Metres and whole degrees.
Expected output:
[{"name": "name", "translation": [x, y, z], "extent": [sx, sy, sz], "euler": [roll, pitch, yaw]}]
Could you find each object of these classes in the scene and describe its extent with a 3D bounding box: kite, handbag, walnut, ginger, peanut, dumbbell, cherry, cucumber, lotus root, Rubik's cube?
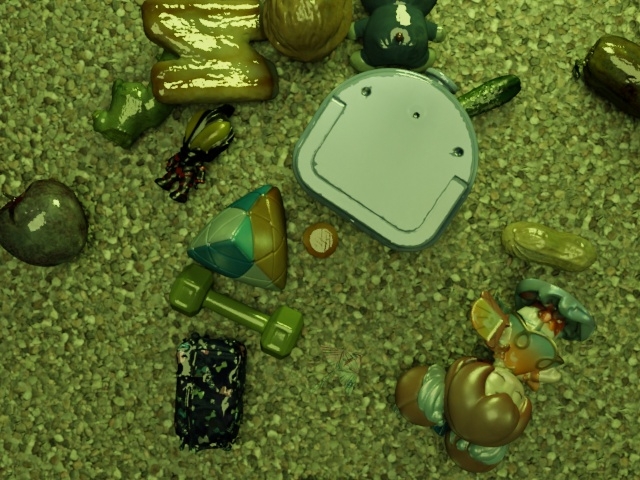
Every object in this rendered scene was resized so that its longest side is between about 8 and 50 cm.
[{"name": "kite", "translation": [0.031, 0.302, 1.438], "extent": [0.152, 0.005, 0.137], "euler": [-30, 87, 1]}, {"name": "handbag", "translation": [-0.249, 0.337, 1.386], "extent": [0.161, 0.113, 0.261], "euler": [2, 93, 6]}, {"name": "walnut", "translation": [-0.029, -0.491, 1.350], "extent": [0.213, 0.213, 0.214], "euler": [0, 90, 1]}, {"name": "ginger", "translation": [-0.395, -0.332, 1.410], "extent": [0.290, 0.089, 0.137], "euler": [-36, 77, 3]}, {"name": "peanut", "translation": [0.512, 0.013, 1.388], "extent": [0.214, 0.099, 0.090], "euler": [15, 64, -1]}, {"name": "dumbbell", "translation": [-0.187, 0.160, 1.389], "extent": [0.301, 0.108, 0.122], "euler": [24, 98, 1]}, {"name": "cherry", "translation": [-0.610, -0.031, 1.368], "extent": [0.195, 0.195, 0.195], "euler": [0, 90, 1]}, {"name": "cucumber", "translation": [0.349, -0.312, 1.408], "extent": [0.227, 0.069, 0.069], "euler": [-25, 89, 3]}, {"name": "lotus root", "translation": [0.690, -0.358, 1.373], "extent": [0.241, 0.124, 0.123], "euler": [37, 101, 1]}, {"name": "Rubik's cube", "translation": [-0.179, 0.030, 1.391], "extent": [0.254, 0.254, 0.255], "euler": [0, 90, 1]}]

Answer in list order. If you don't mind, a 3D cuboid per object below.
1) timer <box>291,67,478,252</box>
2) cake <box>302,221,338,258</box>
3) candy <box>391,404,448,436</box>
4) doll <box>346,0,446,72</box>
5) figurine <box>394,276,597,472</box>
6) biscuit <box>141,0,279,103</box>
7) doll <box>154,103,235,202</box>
[{"name": "timer", "translation": [0.161, -0.196, 1.352], "extent": [0.394, 0.173, 0.395], "euler": [0, 93, 6]}, {"name": "cake", "translation": [0.000, 0.000, 1.422], "extent": [0.084, 0.044, 0.084], "euler": [0, 89, -1]}, {"name": "candy", "translation": [0.242, 0.383, 1.420], "extent": [0.136, 0.038, 0.088], "euler": [28, 101, 0]}, {"name": "doll", "translation": [0.168, -0.513, 1.382], "extent": [0.228, 0.154, 0.259], "euler": [2, 83, 5]}, {"name": "figurine", "translation": [0.371, 0.278, 1.318], "extent": [0.276, 0.248, 0.388], "euler": [41, 72, -1]}, {"name": "biscuit", "translation": [-0.242, -0.419, 1.379], "extent": [0.290, 0.062, 0.237], "euler": [-10, 89, -23]}, {"name": "doll", "translation": [-0.276, -0.207, 1.407], "extent": [0.127, 0.088, 0.249], "euler": [39, 94, 1]}]
